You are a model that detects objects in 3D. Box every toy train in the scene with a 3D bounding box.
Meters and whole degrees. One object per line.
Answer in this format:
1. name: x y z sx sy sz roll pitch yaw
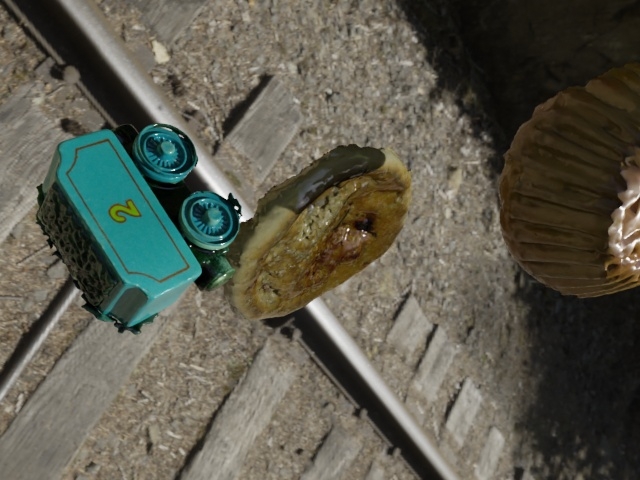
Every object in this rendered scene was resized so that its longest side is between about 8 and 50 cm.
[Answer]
1. toy train: -0.187 -0.020 0.664 0.163 0.112 0.203 -29 80 -42

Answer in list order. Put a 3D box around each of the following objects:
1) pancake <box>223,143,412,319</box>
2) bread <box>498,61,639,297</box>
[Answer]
1. pancake: -0.001 -0.001 0.941 0.356 0.065 0.356 -32 153 -19
2. bread: 0.329 -0.052 0.695 0.274 0.149 0.274 -6 114 -15
